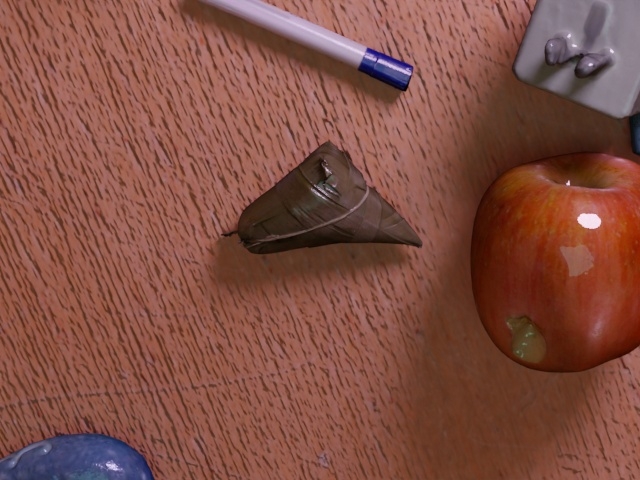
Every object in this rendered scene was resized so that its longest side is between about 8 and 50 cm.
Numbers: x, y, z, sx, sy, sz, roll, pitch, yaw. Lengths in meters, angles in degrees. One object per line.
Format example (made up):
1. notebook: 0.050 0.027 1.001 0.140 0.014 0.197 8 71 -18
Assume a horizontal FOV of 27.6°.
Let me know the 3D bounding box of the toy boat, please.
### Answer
1. toy boat: -0.356 0.376 1.656 0.330 0.123 0.215 -30 102 13

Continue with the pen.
1. pen: -0.019 -0.237 1.492 0.269 0.033 0.033 23 107 -4

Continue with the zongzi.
1. zongzi: 0.000 0.000 1.548 0.189 0.081 0.178 -39 112 19

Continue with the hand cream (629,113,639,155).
1. hand cream: 0.381 -0.191 1.484 0.083 0.048 0.224 0 101 3

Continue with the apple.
1. apple: 0.282 0.033 1.454 0.242 0.242 0.241 -3 114 4

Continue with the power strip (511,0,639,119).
1. power strip: 0.294 -0.214 1.369 0.139 0.224 0.140 27 109 18
